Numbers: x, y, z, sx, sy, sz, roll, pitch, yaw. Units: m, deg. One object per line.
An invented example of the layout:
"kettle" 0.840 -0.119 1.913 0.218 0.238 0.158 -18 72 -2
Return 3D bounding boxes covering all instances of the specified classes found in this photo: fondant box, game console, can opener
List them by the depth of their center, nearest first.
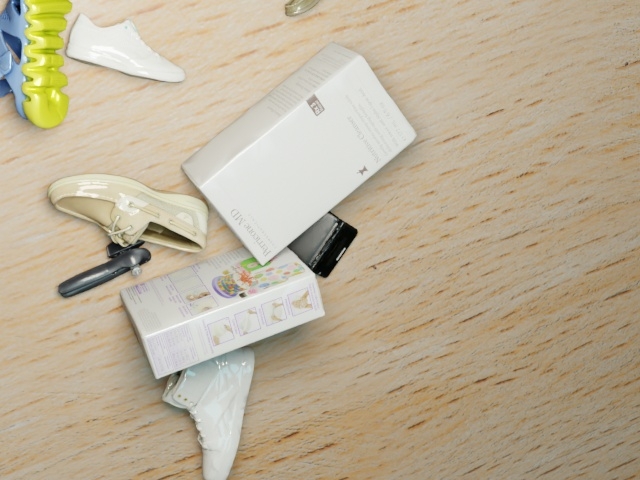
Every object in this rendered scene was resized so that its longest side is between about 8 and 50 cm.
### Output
"fondant box" -0.188 0.116 1.839 0.330 0.238 0.096 -21 114 -14
"can opener" -0.404 0.057 1.845 0.186 0.073 0.059 -31 155 -6
"game console" 0.000 0.000 2.001 0.122 0.071 0.107 -55 147 4

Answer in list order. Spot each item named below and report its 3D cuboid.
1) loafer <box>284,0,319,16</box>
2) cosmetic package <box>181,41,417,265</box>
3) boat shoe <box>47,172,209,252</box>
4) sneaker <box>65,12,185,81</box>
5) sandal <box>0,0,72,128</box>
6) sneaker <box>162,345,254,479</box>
"loafer" -0.015 -0.469 1.811 0.148 0.056 0.050 -43 117 -14
"cosmetic package" -0.043 -0.165 1.846 0.385 0.156 0.217 -42 119 -4
"boat shoe" -0.344 -0.043 1.782 0.302 0.109 0.098 13 60 -29
"sneaker" -0.331 -0.337 1.723 0.212 0.080 0.094 14 91 -24
"sandal" -0.495 -0.350 1.630 0.138 0.126 0.318 8 95 18
"sneaker" -0.244 0.346 1.980 0.169 0.108 0.293 9 95 -22
